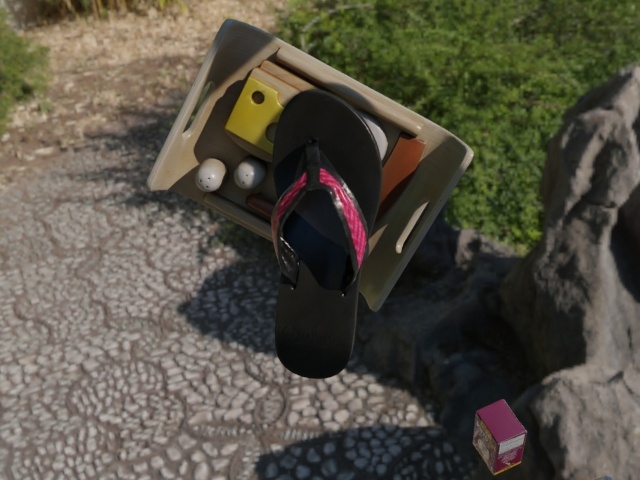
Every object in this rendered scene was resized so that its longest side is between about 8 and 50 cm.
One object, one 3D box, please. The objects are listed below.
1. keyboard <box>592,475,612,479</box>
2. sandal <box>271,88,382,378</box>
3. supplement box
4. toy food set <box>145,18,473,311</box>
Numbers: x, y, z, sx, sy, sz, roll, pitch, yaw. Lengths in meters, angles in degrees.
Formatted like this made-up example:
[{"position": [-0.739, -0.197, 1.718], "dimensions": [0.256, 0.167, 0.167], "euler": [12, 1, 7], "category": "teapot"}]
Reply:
[{"position": [0.247, 0.291, 0.556], "dimensions": [0.014, 0.072, 0.256], "euler": [-21, 69, -1], "category": "keyboard"}, {"position": [0.000, 0.000, 0.482], "dimensions": [0.067, 0.179, 0.040], "euler": [4, 9, 12], "category": "sandal"}, {"position": [0.227, 0.252, 1.024], "dimensions": [0.043, 0.083, 0.055], "euler": [-20, 47, -12], "category": "supplement box"}, {"position": [-0.017, -0.080, 0.902], "dimensions": [0.306, 0.219, 0.092], "euler": [28, 19, -3], "category": "toy food set"}]
